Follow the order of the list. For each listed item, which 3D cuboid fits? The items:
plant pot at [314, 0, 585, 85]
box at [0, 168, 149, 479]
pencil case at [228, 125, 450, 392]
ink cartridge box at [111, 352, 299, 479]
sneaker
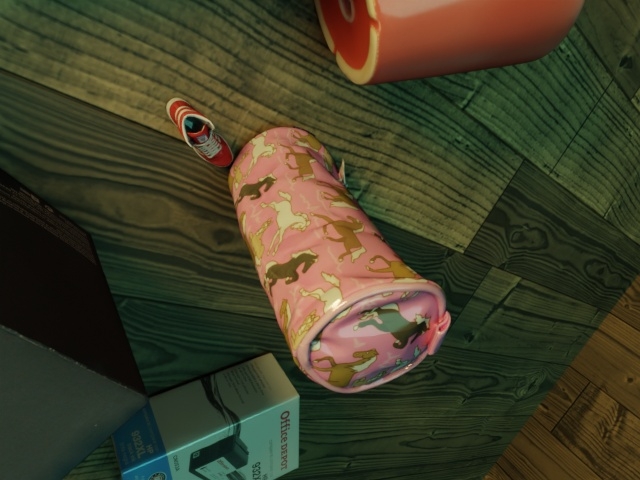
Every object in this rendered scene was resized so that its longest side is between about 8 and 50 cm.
[{"bbox_3d":[0.132,-0.319,0.577,0.243,0.275,0.274,-22,130,-10],"label":"plant pot"},{"bbox_3d":[-0.390,0.132,0.463,0.343,0.312,0.179,-41,134,-4],"label":"box"},{"bbox_3d":[0.000,0.000,0.591,0.167,0.386,0.160,-38,130,8],"label":"pencil case"},{"bbox_3d":[-0.199,0.370,0.879,0.308,0.129,0.223,-15,126,-26],"label":"ink cartridge box"},{"bbox_3d":[-0.148,-0.129,0.625,0.042,0.067,0.118,-44,134,-1],"label":"sneaker"}]
